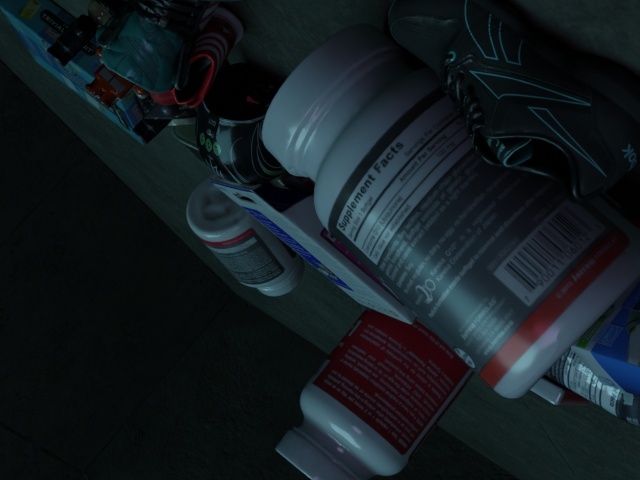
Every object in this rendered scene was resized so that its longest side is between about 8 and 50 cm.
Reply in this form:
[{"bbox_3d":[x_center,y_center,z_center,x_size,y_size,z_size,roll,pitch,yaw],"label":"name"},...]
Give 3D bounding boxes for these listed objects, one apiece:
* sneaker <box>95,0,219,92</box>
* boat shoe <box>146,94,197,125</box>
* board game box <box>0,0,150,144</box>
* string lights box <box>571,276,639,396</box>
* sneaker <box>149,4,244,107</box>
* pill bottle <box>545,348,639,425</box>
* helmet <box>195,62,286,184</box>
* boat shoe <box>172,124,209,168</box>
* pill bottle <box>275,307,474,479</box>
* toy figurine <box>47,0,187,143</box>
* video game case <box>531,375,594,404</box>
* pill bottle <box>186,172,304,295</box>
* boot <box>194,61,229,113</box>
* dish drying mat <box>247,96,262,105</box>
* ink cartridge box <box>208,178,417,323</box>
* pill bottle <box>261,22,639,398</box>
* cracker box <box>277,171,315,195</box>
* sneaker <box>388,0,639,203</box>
[{"bbox_3d":[-0.180,-0.266,1.027,0.124,0.178,0.295,28,171,-14],"label":"sneaker"},{"bbox_3d":[-0.279,-0.268,1.669,0.233,0.084,0.079,-150,50,-64],"label":"boat shoe"},{"bbox_3d":[-0.505,-0.376,1.893,0.336,0.079,0.254,37,168,10],"label":"board game box"},{"bbox_3d":[0.378,0.098,0.832,0.077,0.133,0.260,45,166,-23],"label":"string lights box"},{"bbox_3d":[-0.200,-0.226,1.217,0.087,0.128,0.221,35,142,-15],"label":"sneaker"},{"bbox_3d":[0.351,0.135,1.058,0.246,0.130,0.130,30,165,37],"label":"pill bottle"},{"bbox_3d":[-0.102,-0.162,1.305,0.169,0.169,0.161,34,150,25],"label":"helmet"},{"bbox_3d":[-0.190,-0.171,1.707,0.228,0.081,0.068,37,176,26],"label":"boat shoe"},{"bbox_3d":[0.112,0.267,1.585,0.229,0.407,0.229,37,167,10],"label":"pill bottle"},{"bbox_3d":[-0.324,-0.291,1.484,0.213,0.148,0.209,41,177,33],"label":"toy figurine"},{"bbox_3d":[0.317,0.173,1.244,0.204,0.025,0.285,31,-168,40],"label":"video game case"},{"bbox_3d":[-0.150,-0.005,1.942,0.176,0.176,0.318,31,165,35],"label":"pill bottle"},{"bbox_3d":[-0.212,-0.291,1.373,0.137,0.077,0.198,40,156,19],"label":"boot"},{"bbox_3d":[-0.109,-0.227,1.416,0.032,0.008,0.083,28,162,41],"label":"dish drying mat"},{"bbox_3d":[0.000,0.000,1.420,0.371,0.069,0.176,38,170,-28],"label":"ink cartridge box"},{"bbox_3d":[0.127,-0.039,0.873,0.363,0.210,0.210,44,170,16],"label":"pill bottle"},{"bbox_3d":[0.050,-0.050,1.439,0.232,0.067,0.156,43,168,-13],"label":"cracker box"},{"bbox_3d":[0.153,-0.131,0.751,0.267,0.106,0.101,35,170,26],"label":"sneaker"}]
